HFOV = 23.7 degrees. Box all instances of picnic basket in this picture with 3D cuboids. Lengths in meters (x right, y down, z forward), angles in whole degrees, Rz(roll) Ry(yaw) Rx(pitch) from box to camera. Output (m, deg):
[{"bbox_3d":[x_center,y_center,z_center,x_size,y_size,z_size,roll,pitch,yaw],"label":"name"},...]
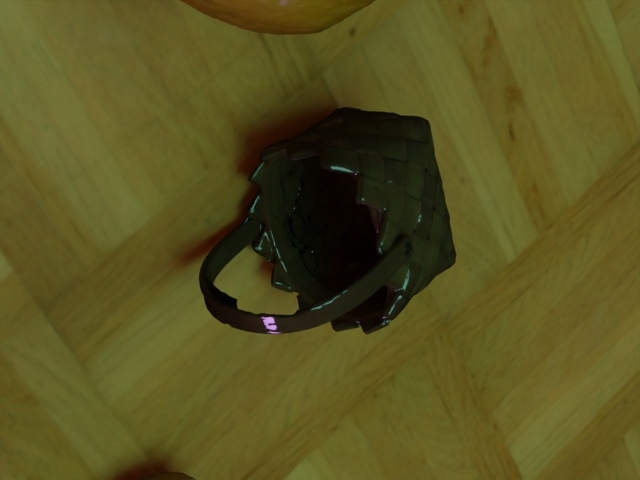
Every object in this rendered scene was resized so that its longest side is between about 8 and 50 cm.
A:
[{"bbox_3d":[0.000,0.000,1.000,0.178,0.128,0.137,-36,124,-34],"label":"picnic basket"}]

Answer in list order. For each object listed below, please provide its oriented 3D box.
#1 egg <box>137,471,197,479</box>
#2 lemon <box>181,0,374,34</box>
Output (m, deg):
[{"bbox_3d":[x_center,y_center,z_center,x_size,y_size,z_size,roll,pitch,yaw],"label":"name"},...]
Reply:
[{"bbox_3d":[-0.112,0.195,1.029,0.083,0.071,0.071,-9,113,-16],"label":"egg"},{"bbox_3d":[-0.035,-0.246,0.817,0.219,0.240,0.240,35,84,-29],"label":"lemon"}]
